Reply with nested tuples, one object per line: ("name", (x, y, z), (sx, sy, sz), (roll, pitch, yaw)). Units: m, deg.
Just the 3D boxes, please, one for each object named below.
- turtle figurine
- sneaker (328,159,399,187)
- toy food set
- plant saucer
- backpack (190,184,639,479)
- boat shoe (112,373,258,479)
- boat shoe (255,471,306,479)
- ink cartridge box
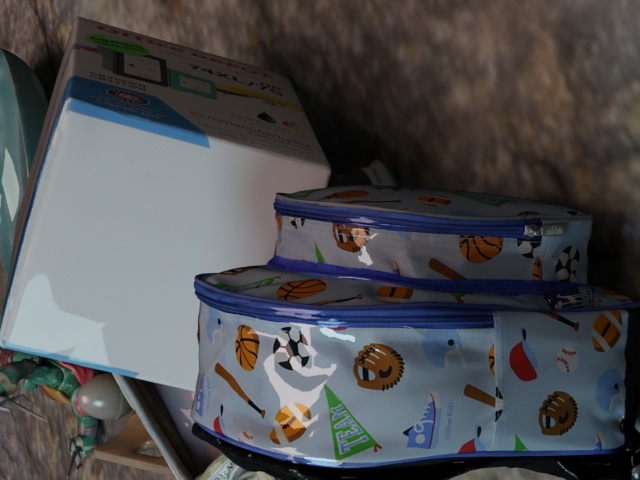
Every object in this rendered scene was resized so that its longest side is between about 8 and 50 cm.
("turtle figurine", (-0.299, 0.169, 1.719), (0.234, 0.118, 0.175), (27, 160, 54))
("sneaker", (0.000, 0.000, 1.239), (0.065, 0.076, 0.166), (59, 141, 33))
("toy food set", (-0.189, 0.074, 1.538), (0.219, 0.092, 0.306), (-3, 95, 58))
("plant saucer", (-0.329, -0.058, 1.720), (0.317, 0.043, 0.318), (174, 90, -72))
("backpack", (0.050, 0.067, 1.002), (0.276, 0.263, 0.213), (-3, 95, 59))
("boat shoe", (-0.102, 0.170, 1.363), (0.118, 0.103, 0.320), (-39, 73, 29))
("boat shoe", (-0.012, 0.135, 1.268), (0.285, 0.103, 0.092), (-123, 34, -42))
("ink cartridge box", (-0.128, -0.033, 1.206), (0.270, 0.198, 0.197), (-112, 38, -68))
